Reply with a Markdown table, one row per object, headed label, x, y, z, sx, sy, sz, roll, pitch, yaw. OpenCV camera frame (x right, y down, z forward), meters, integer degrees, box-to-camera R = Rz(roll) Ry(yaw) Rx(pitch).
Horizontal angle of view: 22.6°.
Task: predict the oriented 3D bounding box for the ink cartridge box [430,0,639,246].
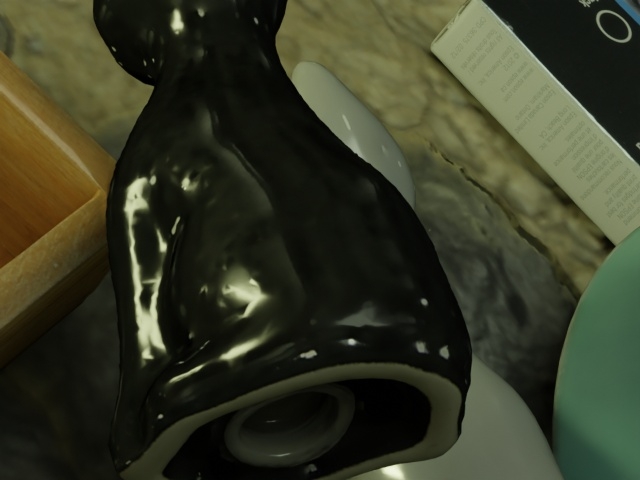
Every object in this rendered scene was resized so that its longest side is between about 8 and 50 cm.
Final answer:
| label | x | y | z | sx | sy | sz | roll | pitch | yaw |
| --- | --- | --- | --- | --- | --- | --- | --- | --- | --- |
| ink cartridge box | 0.183 | -0.061 | 0.751 | 0.208 | 0.045 | 0.206 | 49 | 46 | 6 |

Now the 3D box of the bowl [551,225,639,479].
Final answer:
| label | x | y | z | sx | sy | sz | roll | pitch | yaw |
| --- | --- | --- | --- | --- | --- | --- | --- | --- | --- |
| bowl | 0.253 | 0.093 | 0.568 | 0.311 | 0.163 | 0.311 | 19 | 55 | -29 |

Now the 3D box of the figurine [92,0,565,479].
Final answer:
| label | x | y | z | sx | sy | sz | roll | pitch | yaw |
| --- | --- | --- | --- | --- | --- | --- | --- | --- | --- |
| figurine | 0.000 | 0.000 | 0.511 | 0.215 | 0.092 | 0.209 | 54 | 18 | -54 |

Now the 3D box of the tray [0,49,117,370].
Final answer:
| label | x | y | z | sx | sy | sz | roll | pitch | yaw |
| --- | --- | --- | --- | --- | --- | --- | --- | --- | --- |
| tray | -0.246 | 0.038 | 0.386 | 0.203 | 0.076 | 0.411 | 44 | 47 | 3 |
